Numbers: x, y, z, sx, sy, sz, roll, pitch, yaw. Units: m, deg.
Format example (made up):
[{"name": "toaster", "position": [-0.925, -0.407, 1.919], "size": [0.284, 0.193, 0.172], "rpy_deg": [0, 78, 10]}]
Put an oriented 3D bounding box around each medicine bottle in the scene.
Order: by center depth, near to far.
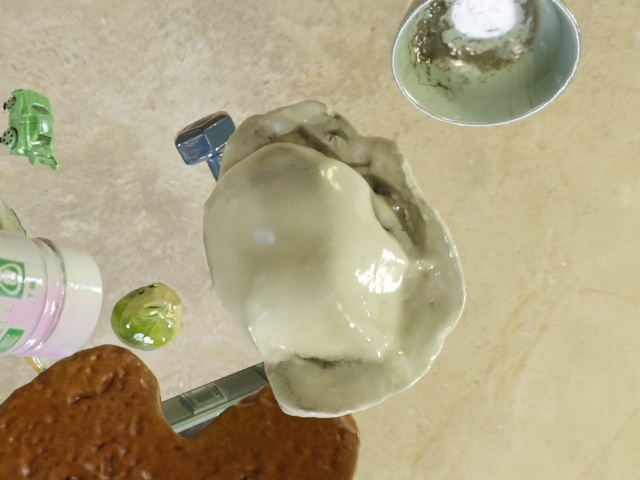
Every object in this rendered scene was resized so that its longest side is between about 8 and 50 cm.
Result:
[{"name": "medicine bottle", "position": [-0.543, 0.081, 1.243], "size": [0.325, 0.212, 0.212], "rpy_deg": [19, 90, -55]}]

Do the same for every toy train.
[{"name": "toy train", "position": [-0.157, 0.267, 1.230], "size": [0.410, 0.086, 0.089], "rpy_deg": [-17, 115, -28]}, {"name": "toy train", "position": [-0.531, -0.205, 1.437], "size": [0.081, 0.099, 0.149], "rpy_deg": [-2, 83, 28]}]

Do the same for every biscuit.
[{"name": "biscuit", "position": [-0.127, 0.184, 0.612], "size": [0.277, 0.052, 0.262], "rpy_deg": [30, 56, 14]}]

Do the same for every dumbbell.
[{"name": "dumbbell", "position": [-0.203, -0.130, 1.768], "size": [0.160, 0.144, 0.324], "rpy_deg": [-41, 115, -32]}]

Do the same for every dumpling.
[{"name": "dumpling", "position": [0.000, 0.000, 0.532], "size": [0.162, 0.132, 0.250], "rpy_deg": [-26, 58, 8]}]

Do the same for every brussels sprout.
[{"name": "brussels sprout", "position": [-0.413, 0.186, 1.842], "size": [0.162, 0.144, 0.180], "rpy_deg": [28, 117, 5]}]

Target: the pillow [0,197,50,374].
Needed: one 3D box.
[{"name": "pillow", "position": [-0.677, 0.103, 1.747], "size": [0.119, 0.312, 0.310], "rpy_deg": [-14, 139, -8]}]

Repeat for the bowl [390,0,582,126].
[{"name": "bowl", "position": [0.258, -0.330, 1.222], "size": [0.289, 0.289, 0.146], "rpy_deg": [18, 53, -13]}]
